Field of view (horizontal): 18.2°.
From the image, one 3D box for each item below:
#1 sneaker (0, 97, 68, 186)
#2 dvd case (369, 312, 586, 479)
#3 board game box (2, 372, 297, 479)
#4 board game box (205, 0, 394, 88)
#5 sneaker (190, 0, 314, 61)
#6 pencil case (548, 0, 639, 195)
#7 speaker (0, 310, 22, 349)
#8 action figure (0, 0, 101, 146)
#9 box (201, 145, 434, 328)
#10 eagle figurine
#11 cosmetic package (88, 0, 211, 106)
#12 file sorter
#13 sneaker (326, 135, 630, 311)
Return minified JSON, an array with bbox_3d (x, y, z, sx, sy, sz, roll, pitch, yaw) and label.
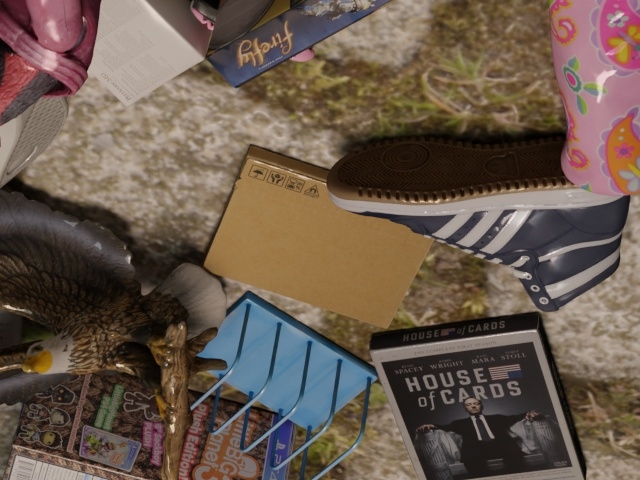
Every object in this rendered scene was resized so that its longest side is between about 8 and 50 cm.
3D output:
[{"bbox_3d":[-0.313,-0.153,1.832,0.151,0.094,0.256,41,153,10],"label":"sneaker"},{"bbox_3d":[0.168,0.178,2.094,0.179,0.030,0.239,-9,131,16],"label":"dvd case"},{"bbox_3d":[-0.199,0.278,2.164,0.291,0.141,0.232,16,133,-6],"label":"board game box"},{"bbox_3d":[0.022,-0.238,1.638,0.243,0.165,0.042,-26,124,29],"label":"board game box"},{"bbox_3d":[-0.055,-0.202,1.774,0.119,0.047,0.057,18,111,-9],"label":"sneaker"},{"bbox_3d":[0.252,-0.174,1.700,0.124,0.124,0.284,-3,131,12],"label":"pencil case"},{"bbox_3d":[-0.334,0.082,2.063,0.055,0.055,0.136,10,133,0],"label":"speaker"},{"bbox_3d":[-0.208,-0.227,1.573,0.275,0.370,0.248,17,169,-26],"label":"action figure"},{"bbox_3d":[0.000,0.000,1.959,0.201,0.021,0.164,18,133,-8],"label":"box"},{"bbox_3d":[-0.255,0.090,1.948,0.298,0.226,0.225,16,166,22],"label":"eagle figurine"},{"bbox_3d":[-0.211,-0.232,1.750,0.099,0.060,0.239,-29,122,28],"label":"cosmetic package"},{"bbox_3d":[-0.047,0.160,2.058,0.170,0.104,0.118,32,130,-20],"label":"file sorter"},{"bbox_3d":[0.151,-0.013,1.872,0.282,0.099,0.153,-2,130,6],"label":"sneaker"}]
